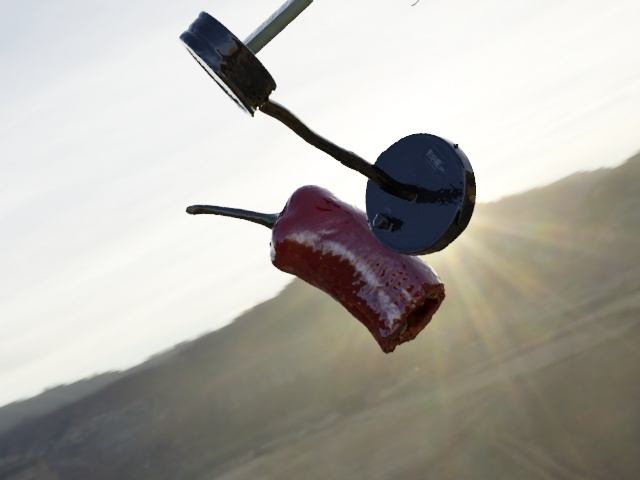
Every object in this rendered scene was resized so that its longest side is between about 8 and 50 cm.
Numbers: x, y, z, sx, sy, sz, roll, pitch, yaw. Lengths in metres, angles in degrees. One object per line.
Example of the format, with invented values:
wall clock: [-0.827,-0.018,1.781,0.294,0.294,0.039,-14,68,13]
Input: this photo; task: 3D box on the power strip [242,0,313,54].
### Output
power strip: [-0.047,-0.259,1.168,0.136,0.019,0.051,-37,18,27]

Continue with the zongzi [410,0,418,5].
zongzi: [0.061,-0.382,1.272,0.084,0.187,0.184,-61,1,-6]

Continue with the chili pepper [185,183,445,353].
chili pepper: [0.003,-0.003,1.299,0.131,0.338,0.134,-61,-20,20]

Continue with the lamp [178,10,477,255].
lamp: [0.022,-0.095,0.751,0.108,0.130,0.371,-45,-36,3]
